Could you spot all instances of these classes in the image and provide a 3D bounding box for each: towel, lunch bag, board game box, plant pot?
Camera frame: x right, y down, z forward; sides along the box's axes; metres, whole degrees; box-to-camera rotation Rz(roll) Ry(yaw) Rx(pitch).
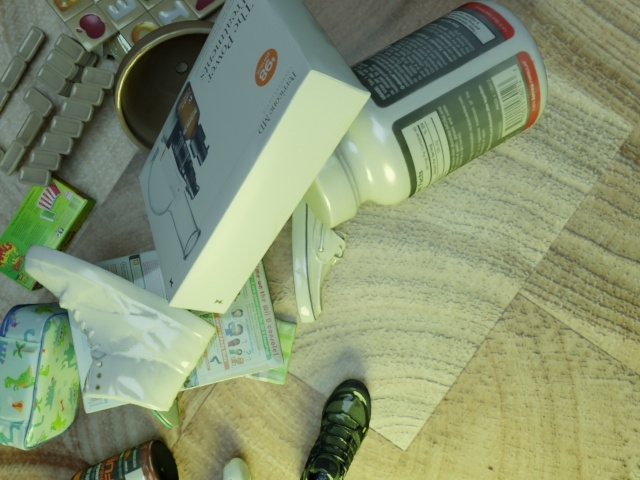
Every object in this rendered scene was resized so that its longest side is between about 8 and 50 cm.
[{"bbox_3d":[-0.124,0.178,1.092,0.152,0.023,0.113,12,93,1],"label":"towel"},{"bbox_3d":[-0.446,0.210,1.030,0.090,0.176,0.219,9,91,6],"label":"lunch bag"},{"bbox_3d":[-0.470,-0.016,1.084,0.092,0.043,0.181,33,93,1],"label":"board game box"},{"bbox_3d":[-0.227,0.123,1.018,0.303,0.097,0.224,-12,81,-5],"label":"board game box"},{"bbox_3d":[-0.207,-0.247,1.008,0.237,0.237,0.109,-29,51,3],"label":"plant pot"}]

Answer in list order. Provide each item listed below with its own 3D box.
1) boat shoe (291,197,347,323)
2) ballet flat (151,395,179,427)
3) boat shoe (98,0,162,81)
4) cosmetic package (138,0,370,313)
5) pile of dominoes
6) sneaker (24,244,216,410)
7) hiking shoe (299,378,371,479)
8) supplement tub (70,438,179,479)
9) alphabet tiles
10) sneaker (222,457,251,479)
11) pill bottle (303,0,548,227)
[{"bbox_3d":[0.000,0.000,1.048,0.088,0.096,0.267,-1,82,2],"label":"boat shoe"},{"bbox_3d":[-0.287,0.215,1.076,0.068,0.072,0.213,-39,90,-1],"label":"ballet flat"},{"bbox_3d":[-0.335,-0.324,1.061,0.072,0.068,0.190,-34,89,19],"label":"boat shoe"},{"bbox_3d":[-0.117,-0.132,0.874,0.097,0.284,0.377,11,126,-37],"label":"cosmetic package"},{"bbox_3d":[-0.459,-0.216,1.074,0.196,0.040,0.251,36,97,16],"label":"pile of dominoes"},{"bbox_3d":[-0.316,0.132,0.909,0.292,0.108,0.169,27,76,0],"label":"sneaker"},{"bbox_3d":[0.028,0.341,1.048,0.086,0.114,0.227,19,93,0],"label":"hiking shoe"},{"bbox_3d":[-0.343,0.415,1.068,0.198,0.106,0.106,-25,91,2],"label":"supplement tub"},{"bbox_3d":[-0.286,-0.463,1.034,0.342,0.011,0.285,-39,90,-11],"label":"alphabet tiles"},{"bbox_3d":[-0.173,0.484,1.073,0.126,0.091,0.240,-4,93,3],"label":"sneaker"},{"bbox_3d":[0.126,-0.182,0.948,0.363,0.210,0.210,-30,91,-8],"label":"pill bottle"}]
